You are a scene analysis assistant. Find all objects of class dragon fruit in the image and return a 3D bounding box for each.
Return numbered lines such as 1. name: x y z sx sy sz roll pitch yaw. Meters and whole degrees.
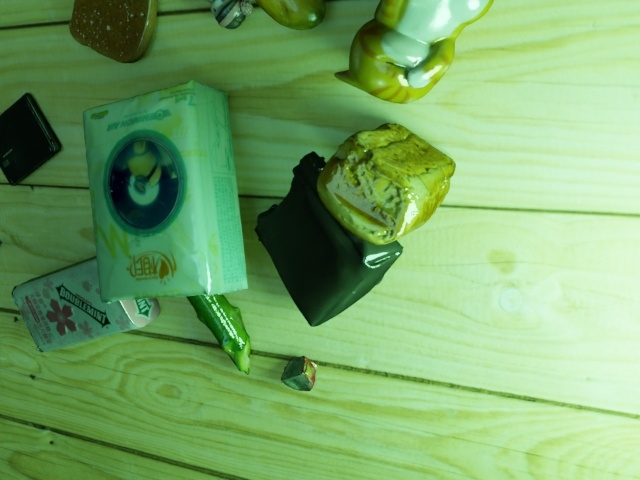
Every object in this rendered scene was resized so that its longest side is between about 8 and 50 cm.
1. dragon fruit: -0.036 0.282 1.414 0.060 0.056 0.083 42 132 -20

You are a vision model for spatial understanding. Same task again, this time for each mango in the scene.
1. mango: -0.062 -0.431 1.137 0.115 0.089 0.165 -18 103 22

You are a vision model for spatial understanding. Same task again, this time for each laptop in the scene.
1. laptop: -0.707 -0.234 1.575 0.207 0.026 0.154 -25 97 32

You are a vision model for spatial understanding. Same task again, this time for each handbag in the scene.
1. handbag: 0.000 0.000 1.234 0.257 0.113 0.285 53 144 10

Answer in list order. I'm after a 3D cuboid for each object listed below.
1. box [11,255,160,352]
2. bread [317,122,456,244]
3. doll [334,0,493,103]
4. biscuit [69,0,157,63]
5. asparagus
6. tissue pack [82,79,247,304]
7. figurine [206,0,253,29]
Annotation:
1. box: -0.569 0.147 1.601 0.369 0.112 0.190 -18 99 31
2. bread: 0.111 -0.091 1.056 0.167 0.294 0.132 46 118 5
3. doll: 0.144 -0.332 1.026 0.166 0.162 0.270 21 116 -16
4. biscuit: -0.408 -0.457 1.331 0.192 0.036 0.186 27 116 16
5. asparagus: -0.234 0.143 1.447 0.085 0.082 0.343 -31 94 29
6. tissue pack: -0.304 -0.081 1.301 0.287 0.162 0.388 -7 89 28
7. figurine: -0.178 -0.443 1.214 0.072 0.054 0.129 -38 82 18
